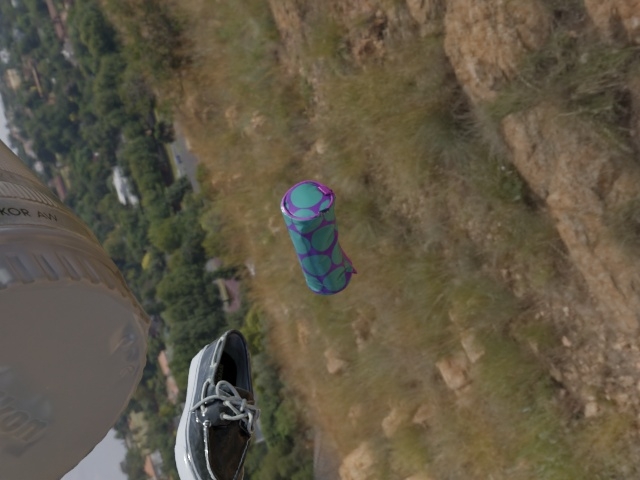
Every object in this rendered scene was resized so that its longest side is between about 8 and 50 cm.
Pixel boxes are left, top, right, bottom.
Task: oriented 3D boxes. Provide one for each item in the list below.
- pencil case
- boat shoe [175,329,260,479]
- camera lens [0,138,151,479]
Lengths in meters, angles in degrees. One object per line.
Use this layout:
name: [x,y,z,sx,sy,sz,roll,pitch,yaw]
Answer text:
pencil case: [0.000,0.000,0.807,0.151,0.070,0.064,75,169,-45]
boat shoe: [-0.148,0.270,1.012,0.105,0.113,0.306,-45,25,25]
camera lens: [-0.276,0.029,0.428,0.274,0.219,0.219,38,143,29]
